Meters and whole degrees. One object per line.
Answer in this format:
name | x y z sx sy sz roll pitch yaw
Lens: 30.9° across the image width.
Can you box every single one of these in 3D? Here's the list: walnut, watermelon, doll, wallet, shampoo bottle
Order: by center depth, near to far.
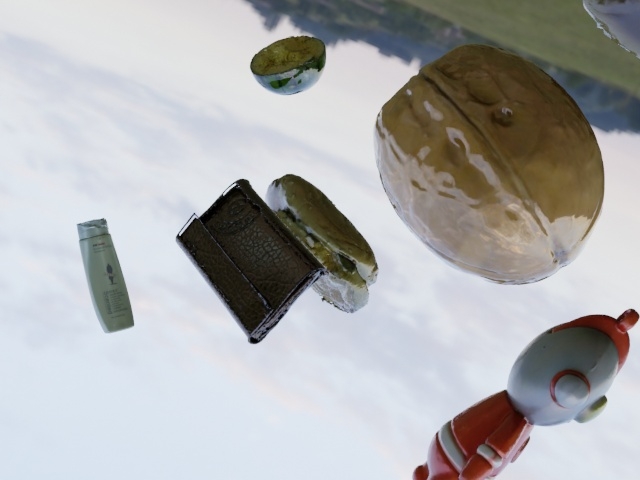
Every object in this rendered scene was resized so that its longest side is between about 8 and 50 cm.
walnut | 0.133 -0.059 0.916 0.165 0.165 0.197 13 -141 -45
doll | 0.236 0.194 1.328 0.105 0.336 0.200 45 -168 0
wallet | -0.096 0.018 1.505 0.039 0.133 0.243 46 -178 -42
watermelon | -0.039 -0.228 1.543 0.105 0.105 0.062 38 155 49
shampoo bottle | -0.398 0.065 2.139 0.072 0.212 0.049 -16 -178 -32

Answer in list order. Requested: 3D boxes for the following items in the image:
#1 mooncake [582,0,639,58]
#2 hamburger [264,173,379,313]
mooncake | 0.522 -0.393 1.450 0.394 0.393 0.246 9 -141 37
hamburger | 0.000 0.001 2.180 0.285 0.134 0.265 43 164 0
